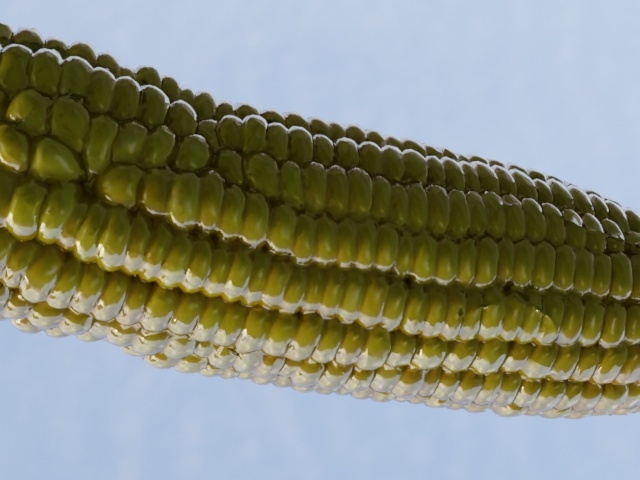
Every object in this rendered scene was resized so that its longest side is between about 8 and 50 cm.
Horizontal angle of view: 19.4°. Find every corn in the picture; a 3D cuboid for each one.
[{"bbox_3d":[-0.001,0.004,0.644,0.312,0.102,0.102,13,-120,-14],"label":"corn"}]
